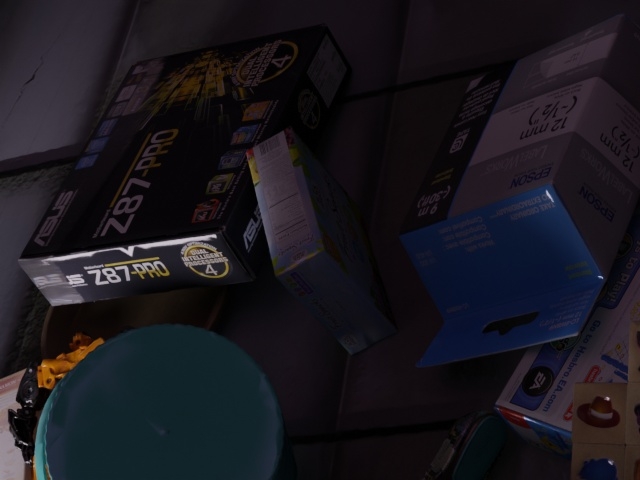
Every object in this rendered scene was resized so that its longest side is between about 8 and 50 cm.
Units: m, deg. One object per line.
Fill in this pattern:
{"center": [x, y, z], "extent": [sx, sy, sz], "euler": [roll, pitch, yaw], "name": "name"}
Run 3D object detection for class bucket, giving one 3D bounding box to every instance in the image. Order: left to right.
{"center": [-0.155, 0.229, 1.653], "extent": [0.281, 0.183, 0.281], "euler": [0, 63, 1], "name": "bucket"}

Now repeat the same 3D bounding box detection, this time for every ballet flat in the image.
{"center": [0.124, 0.254, 1.616], "extent": [0.070, 0.070, 0.188], "euler": [23, 69, 44], "name": "ballet flat"}

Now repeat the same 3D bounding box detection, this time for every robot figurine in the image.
{"center": [-0.257, 0.241, 1.831], "extent": [0.211, 0.085, 0.291], "euler": [-21, 57, 19], "name": "robot figurine"}

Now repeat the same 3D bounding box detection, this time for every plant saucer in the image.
{"center": [-0.226, 0.089, 1.999], "extent": [0.277, 0.041, 0.278], "euler": [-19, 46, 22], "name": "plant saucer"}

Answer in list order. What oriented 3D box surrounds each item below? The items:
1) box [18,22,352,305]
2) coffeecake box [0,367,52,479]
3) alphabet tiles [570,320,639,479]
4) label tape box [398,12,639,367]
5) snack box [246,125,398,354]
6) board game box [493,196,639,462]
{"center": [-0.164, -0.098, 2.024], "extent": [0.318, 0.097, 0.395], "euler": [-8, 41, 33], "name": "box"}
{"center": [-0.396, 0.266, 1.951], "extent": [0.142, 0.068, 0.185], "euler": [-23, 46, 18], "name": "coffeecake box"}
{"center": [0.340, 0.239, 1.394], "extent": [0.285, 0.011, 0.343], "euler": [-4, 77, 41], "name": "alphabet tiles"}
{"center": [0.212, -0.048, 1.676], "extent": [0.249, 0.115, 0.348], "euler": [-19, 35, 53], "name": "label tape box"}
{"center": [0.000, 0.000, 1.815], "extent": [0.070, 0.174, 0.207], "euler": [-30, 43, 13], "name": "snack box"}
{"center": [0.373, 0.097, 1.541], "extent": [0.302, 0.086, 0.308], "euler": [18, 68, 42], "name": "board game box"}
